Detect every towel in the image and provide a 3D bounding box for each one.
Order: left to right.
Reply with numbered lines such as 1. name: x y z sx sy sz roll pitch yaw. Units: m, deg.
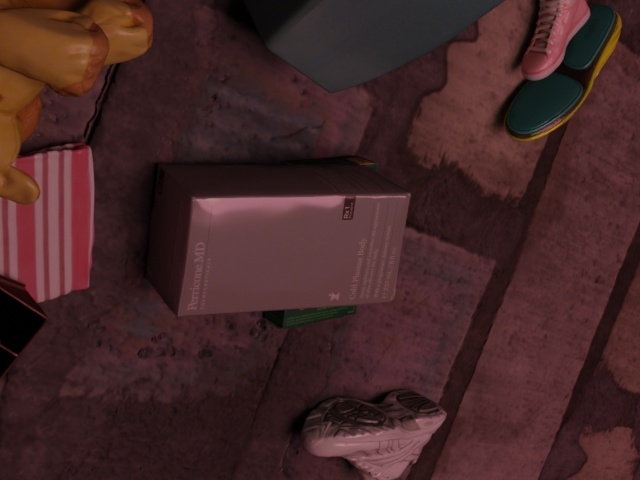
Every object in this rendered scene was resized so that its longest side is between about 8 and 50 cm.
1. towel: -0.283 -0.005 0.920 0.197 0.029 0.144 -14 120 -39

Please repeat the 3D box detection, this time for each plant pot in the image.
1. plant pot: 0.048 -0.262 0.988 0.234 0.165 0.166 -39 141 19

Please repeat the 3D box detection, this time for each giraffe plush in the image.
1. giraffe plush: -0.250 -0.119 0.819 0.210 0.181 0.170 -24 146 -47

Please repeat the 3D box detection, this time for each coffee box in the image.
1. coffee box: 0.000 0.000 1.183 0.113 0.040 0.184 -9 115 -40

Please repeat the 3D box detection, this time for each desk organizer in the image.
1. desk organizer: -0.293 0.094 0.909 0.130 0.050 0.047 -51 146 4

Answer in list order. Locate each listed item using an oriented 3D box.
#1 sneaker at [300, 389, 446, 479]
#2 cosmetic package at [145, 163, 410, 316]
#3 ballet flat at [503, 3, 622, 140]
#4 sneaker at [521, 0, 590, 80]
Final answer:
1. sneaker: 0.063 0.257 1.328 0.232 0.090 0.115 3 109 -44
2. cosmetic package: -0.043 -0.005 1.059 0.238 0.107 0.127 -5 115 -30
3. ballet flat: 0.318 -0.201 1.383 0.231 0.077 0.077 -53 152 -15
4. sneaker: 0.282 -0.266 1.332 0.134 0.051 0.070 -53 134 -17
